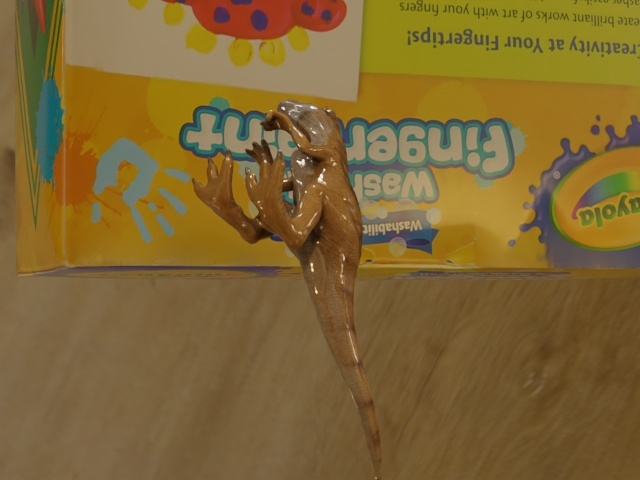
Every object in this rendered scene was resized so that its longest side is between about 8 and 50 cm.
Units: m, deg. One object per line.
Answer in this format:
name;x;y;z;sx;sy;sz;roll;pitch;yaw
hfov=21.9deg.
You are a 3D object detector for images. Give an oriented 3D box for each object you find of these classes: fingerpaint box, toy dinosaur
fingerpaint box;0.027;-0.158;1.108;0.444;0.163;0.371;0;87;-22
toy dinosaur;0.000;0.000;0.818;0.064;0.112;0.212;-31;50;36
